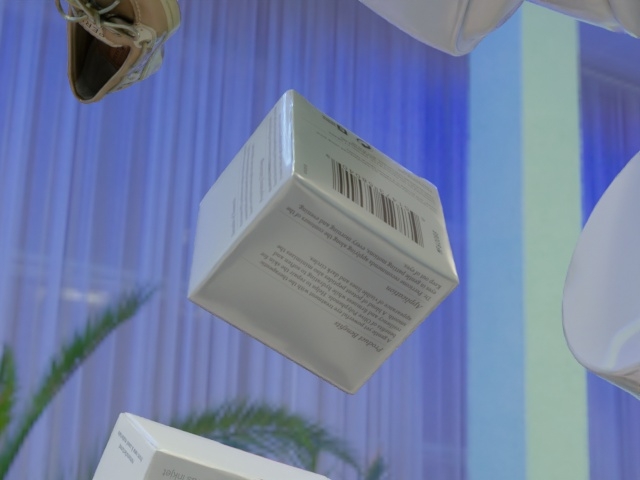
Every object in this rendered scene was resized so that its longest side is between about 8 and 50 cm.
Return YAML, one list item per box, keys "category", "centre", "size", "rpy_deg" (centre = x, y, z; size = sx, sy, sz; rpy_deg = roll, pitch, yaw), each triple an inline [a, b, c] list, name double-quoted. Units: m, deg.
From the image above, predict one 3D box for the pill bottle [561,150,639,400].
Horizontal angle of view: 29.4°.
- category: "pill bottle"
  centre: [0.196, 0.046, 0.405]
  size: [0.222, 0.124, 0.124]
  rpy_deg: [28, -25, -17]

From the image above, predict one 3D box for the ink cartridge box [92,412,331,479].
- category: "ink cartridge box"
  centre: [-0.092, 0.259, 0.819]
  size: [0.172, 0.237, 0.100]
  rpy_deg: [23, -1, -24]

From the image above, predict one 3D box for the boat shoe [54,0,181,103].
- category: "boat shoe"
  centre: [-0.206, -0.211, 1.215]
  size: [0.104, 0.089, 0.285]
  rpy_deg: [44, -17, 6]

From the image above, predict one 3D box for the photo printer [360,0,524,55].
- category: "photo printer"
  centre: [0.037, -0.258, 0.716]
  size: [0.256, 0.107, 0.307]
  rpy_deg: [44, -17, 12]

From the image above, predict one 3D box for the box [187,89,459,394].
- category: "box"
  centre: [0.000, 0.000, 0.610]
  size: [0.101, 0.102, 0.087]
  rpy_deg: [32, -66, -19]

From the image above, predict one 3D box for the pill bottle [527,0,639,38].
- category: "pill bottle"
  centre: [0.198, -0.070, 0.263]
  size: [0.319, 0.176, 0.176]
  rpy_deg: [26, -5, 28]
